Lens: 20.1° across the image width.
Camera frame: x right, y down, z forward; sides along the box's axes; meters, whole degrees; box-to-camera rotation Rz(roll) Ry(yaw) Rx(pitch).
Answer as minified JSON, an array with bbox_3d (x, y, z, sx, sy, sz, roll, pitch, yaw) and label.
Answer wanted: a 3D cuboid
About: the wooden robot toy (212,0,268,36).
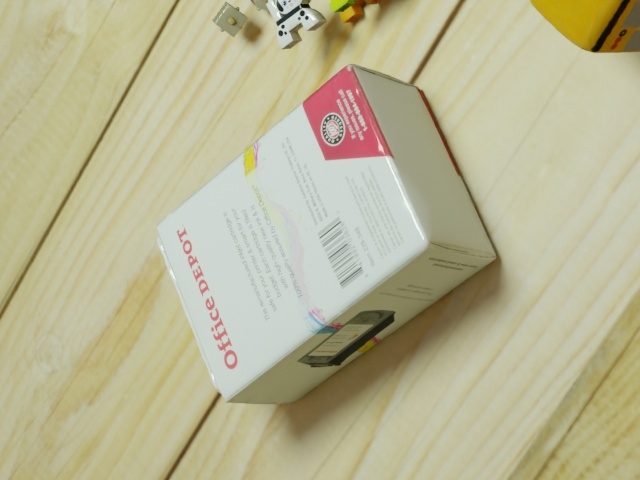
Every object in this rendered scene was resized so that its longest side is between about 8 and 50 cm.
[{"bbox_3d":[-0.070,-0.313,2.036,0.079,0.076,0.173,-132,61,-73],"label":"wooden robot toy"}]

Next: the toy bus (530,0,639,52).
[{"bbox_3d":[0.211,-0.327,1.734,0.333,0.130,0.108,56,135,31],"label":"toy bus"}]

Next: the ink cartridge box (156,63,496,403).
[{"bbox_3d":[0.000,0.000,1.871,0.306,0.131,0.226,-38,62,31],"label":"ink cartridge box"}]

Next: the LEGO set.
[{"bbox_3d":[0.039,-0.301,1.910,0.227,0.087,0.093,-33,79,32],"label":"LEGO set"}]
